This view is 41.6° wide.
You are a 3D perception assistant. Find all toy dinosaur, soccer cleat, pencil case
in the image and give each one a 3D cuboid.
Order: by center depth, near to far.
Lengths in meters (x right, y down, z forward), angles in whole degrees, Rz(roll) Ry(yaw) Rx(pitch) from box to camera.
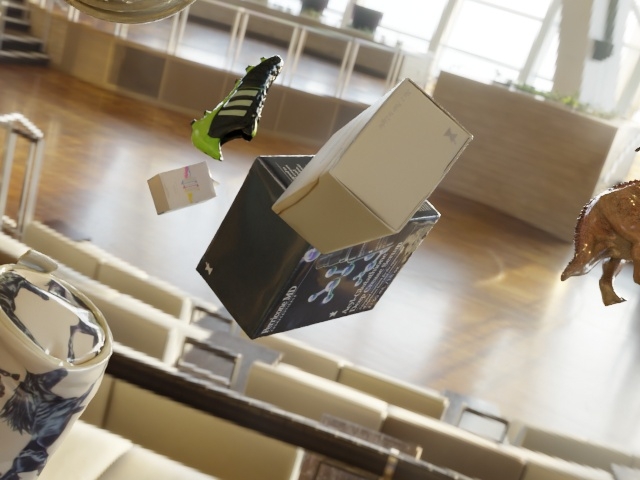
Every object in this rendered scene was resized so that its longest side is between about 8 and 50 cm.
[{"bbox_3d":[-0.391,0.215,0.954,0.159,0.410,0.183,14,27,-51],"label":"pencil case"},{"bbox_3d":[0.405,-0.037,1.025,0.295,0.200,0.127,-17,-6,-2],"label":"toy dinosaur"},{"bbox_3d":[-0.106,-0.186,1.187,0.072,0.179,0.060,41,-11,9],"label":"soccer cleat"}]

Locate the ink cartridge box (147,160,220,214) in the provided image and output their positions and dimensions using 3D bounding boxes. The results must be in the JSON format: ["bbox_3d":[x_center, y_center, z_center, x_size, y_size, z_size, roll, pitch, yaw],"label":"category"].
[{"bbox_3d":[-0.319,-0.125,1.988,0.143,0.090,0.092,-19,2,-30],"label":"ink cartridge box"}]

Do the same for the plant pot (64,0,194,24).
[{"bbox_3d":[-0.296,-0.479,1.174,0.333,0.334,0.305,14,11,-7],"label":"plant pot"}]

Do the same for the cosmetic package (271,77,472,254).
[{"bbox_3d":[0.054,-0.083,1.104,0.113,0.160,0.309,41,-15,-7],"label":"cosmetic package"}]

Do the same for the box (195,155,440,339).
[{"bbox_3d":[0.000,0.000,1.718,0.395,0.294,0.212,-8,49,-48],"label":"box"}]
